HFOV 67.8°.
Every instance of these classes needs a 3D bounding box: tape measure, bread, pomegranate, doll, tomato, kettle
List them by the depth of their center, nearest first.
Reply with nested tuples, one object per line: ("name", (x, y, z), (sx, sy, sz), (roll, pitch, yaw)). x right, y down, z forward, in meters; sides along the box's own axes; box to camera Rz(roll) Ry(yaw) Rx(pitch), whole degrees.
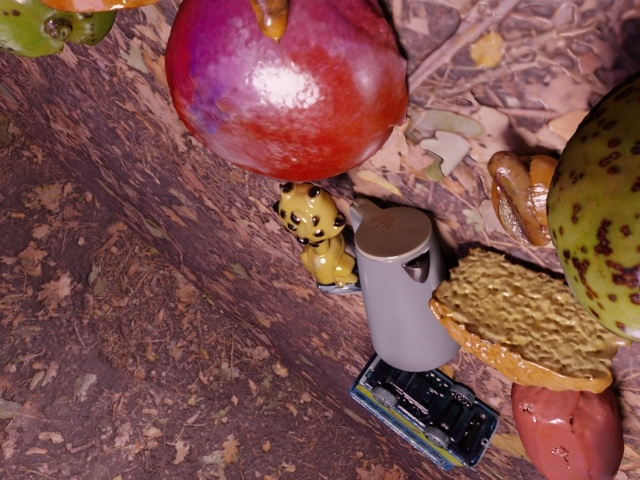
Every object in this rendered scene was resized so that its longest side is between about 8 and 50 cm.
("pomegranate", (0.272, -0.028, 0.349), (0.214, 0.214, 0.248), (38, -167, 4))
("tomato", (-0.055, -0.175, 0.566), (0.290, 0.176, 0.335), (41, 155, -8))
("bread", (0.276, 0.114, 0.641), (0.229, 0.143, 0.139), (28, 164, 33))
("pomegranate", (-0.420, -0.405, 0.678), (0.301, 0.236, 0.236), (60, 164, 24))
("doll", (0.000, -0.001, 0.773), (0.117, 0.086, 0.291), (19, 157, 22))
("kettle", (0.126, 0.057, 0.775), (0.210, 0.160, 0.243), (56, 169, 53))
("tape measure", (0.037, 0.027, 0.956), (0.107, 0.104, 0.179), (21, -132, -67))

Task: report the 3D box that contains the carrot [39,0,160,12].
("carrot", (-0.278, -0.401, 0.470), (0.214, 0.193, 0.331), (22, 148, 44))

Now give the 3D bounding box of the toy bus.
("toy bus", (0.240, 0.391, 1.141), (0.312, 0.152, 0.190), (36, 155, 12))

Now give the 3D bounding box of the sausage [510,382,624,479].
("sausage", (0.386, 0.284, 0.745), (0.152, 0.152, 0.279), (13, 142, 46))

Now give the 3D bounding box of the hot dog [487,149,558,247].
("hot dog", (0.228, -0.045, 0.513), (0.090, 0.060, 0.140), (10, 139, 42))

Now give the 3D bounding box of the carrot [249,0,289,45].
("carrot", (-0.041, -0.289, 0.378), (0.059, 0.059, 0.247), (24, 123, 33))
